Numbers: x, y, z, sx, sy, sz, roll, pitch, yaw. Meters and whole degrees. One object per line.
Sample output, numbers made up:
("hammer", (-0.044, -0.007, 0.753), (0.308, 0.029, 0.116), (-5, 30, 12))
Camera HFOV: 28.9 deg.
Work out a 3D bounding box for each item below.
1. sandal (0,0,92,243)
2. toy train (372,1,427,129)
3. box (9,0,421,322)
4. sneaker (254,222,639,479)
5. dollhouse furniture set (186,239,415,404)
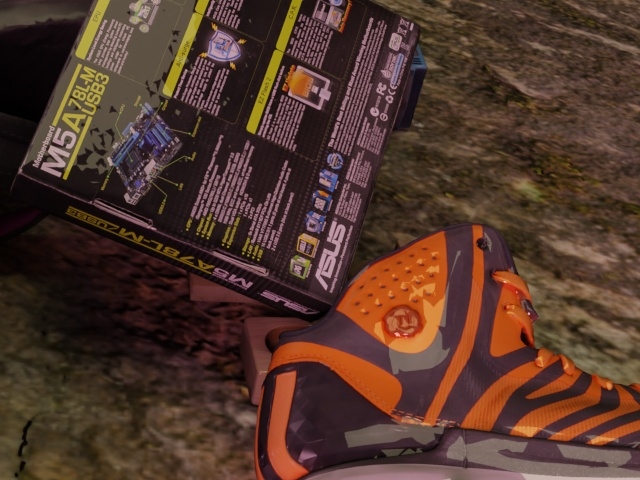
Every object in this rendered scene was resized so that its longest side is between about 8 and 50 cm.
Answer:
("sandal", (-0.259, -0.039, 0.710), (0.445, 0.167, 0.107), (-14, 69, -25))
("toy train", (-0.008, -0.142, 0.980), (0.184, 0.080, 0.105), (2, 41, -16))
("box", (-0.052, -0.075, 0.693), (0.184, 0.045, 0.191), (22, 66, -11))
("sneaker", (0.128, 0.077, 0.625), (0.321, 0.125, 0.180), (6, 49, -10))
("dollhouse furniture set", (0.000, 0.000, 0.728), (0.144, 0.123, 0.151), (2, 35, -14))
